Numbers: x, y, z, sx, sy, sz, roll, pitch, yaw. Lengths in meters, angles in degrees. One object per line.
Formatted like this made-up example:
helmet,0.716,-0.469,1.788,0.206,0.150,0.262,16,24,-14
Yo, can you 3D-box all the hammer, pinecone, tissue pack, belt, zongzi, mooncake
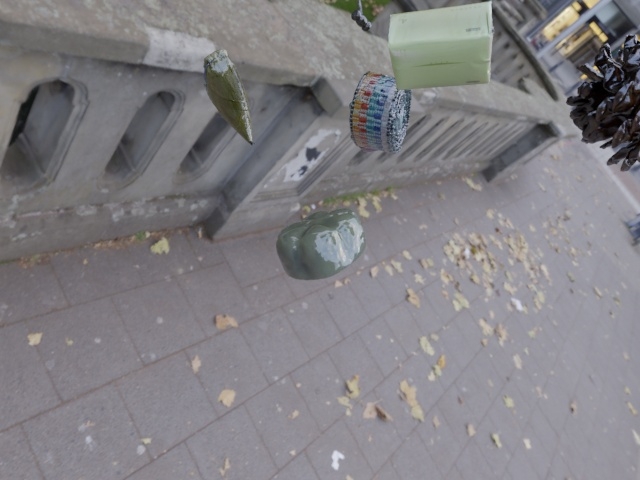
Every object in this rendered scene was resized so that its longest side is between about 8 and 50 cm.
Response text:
hammer,0.101,-0.683,1.298,0.058,0.029,0.291,30,46,-42
pinecone,0.681,-0.293,1.017,0.299,0.242,0.295,-30,72,-19
tissue pack,0.290,-0.460,1.138,0.159,0.235,0.125,55,40,-62
belt,0.174,-0.381,1.438,0.161,0.206,0.295,17,0,15
zongzi,-0.273,-0.432,1.470,0.115,0.228,0.255,-27,88,-11
mooncake,0.000,0.000,1.360,0.275,0.275,0.135,-50,126,-54
